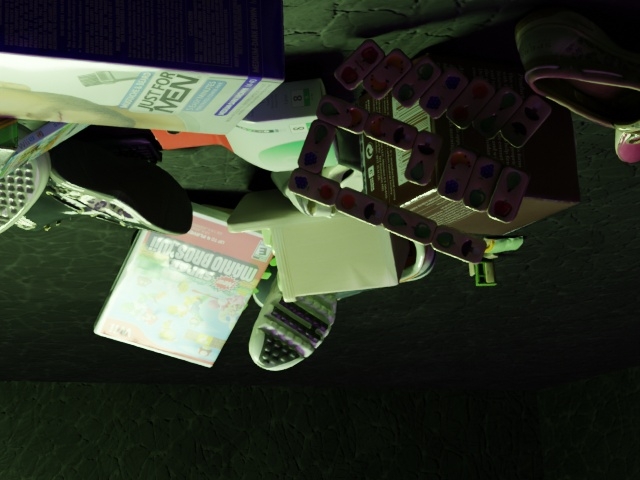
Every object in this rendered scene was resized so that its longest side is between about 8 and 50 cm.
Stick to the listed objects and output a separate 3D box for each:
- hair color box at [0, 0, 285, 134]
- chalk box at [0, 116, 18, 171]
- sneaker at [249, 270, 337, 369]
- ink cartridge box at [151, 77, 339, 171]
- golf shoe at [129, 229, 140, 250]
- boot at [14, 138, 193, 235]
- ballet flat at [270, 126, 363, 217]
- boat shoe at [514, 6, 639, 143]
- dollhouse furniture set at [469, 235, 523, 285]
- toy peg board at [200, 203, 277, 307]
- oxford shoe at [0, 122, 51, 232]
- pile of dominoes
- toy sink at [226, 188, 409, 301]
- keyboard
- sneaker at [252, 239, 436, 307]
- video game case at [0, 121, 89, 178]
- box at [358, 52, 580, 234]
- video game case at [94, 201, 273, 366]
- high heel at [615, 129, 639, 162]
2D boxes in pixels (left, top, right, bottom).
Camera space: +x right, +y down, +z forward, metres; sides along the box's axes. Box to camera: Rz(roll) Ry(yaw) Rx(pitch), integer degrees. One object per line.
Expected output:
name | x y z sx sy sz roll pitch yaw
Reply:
hair color box | -0.224 -0.189 1.351 0.339 0.110 0.185 4 165 -21
chalk box | -0.435 -0.145 1.427 0.213 0.132 0.132 4 165 -23
sneaker | -0.031 0.081 2.138 0.110 0.292 0.118 41 152 -20
ink cartridge box | -0.096 -0.129 1.642 0.224 0.056 0.181 -8 164 4
golf shoe | -0.276 0.043 2.279 0.120 0.105 0.273 8 164 19
boot | -0.307 -0.054 1.821 0.178 0.085 0.236 -18 149 41
ballet flat | 0.003 -0.087 1.824 0.095 0.096 0.280 2 165 -22
boat shoe | 0.327 -0.158 1.504 0.285 0.089 0.104 21 146 -27
dollhouse furniture set | 0.312 0.038 2.466 0.076 0.058 0.152 -1 166 -10
toy peg board | -0.152 0.036 2.161 0.160 0.079 0.161 10 127 -42
oxford shoe | -0.507 -0.062 1.778 0.449 0.130 0.169 -25 111 37
pile of dominoes | 0.104 -0.099 1.474 0.251 0.196 0.040 22 -170 11
toy sink | 0.000 0.000 1.974 0.234 0.131 0.153 -7 -162 11
keyboard | -0.304 -0.108 1.821 0.180 0.023 0.108 -4 166 6
sneaker | 0.034 0.037 2.272 0.321 0.126 0.127 -15 170 3
video game case | -0.309 -0.124 1.580 0.166 0.015 0.119 -37 -175 -30
box | 0.174 -0.109 1.624 0.203 0.168 0.167 5 164 -27
video game case | -0.209 0.067 2.118 0.204 0.025 0.285 18 124 -18
high heel | 0.421 -0.158 1.673 0.117 0.082 0.244 2 155 17
